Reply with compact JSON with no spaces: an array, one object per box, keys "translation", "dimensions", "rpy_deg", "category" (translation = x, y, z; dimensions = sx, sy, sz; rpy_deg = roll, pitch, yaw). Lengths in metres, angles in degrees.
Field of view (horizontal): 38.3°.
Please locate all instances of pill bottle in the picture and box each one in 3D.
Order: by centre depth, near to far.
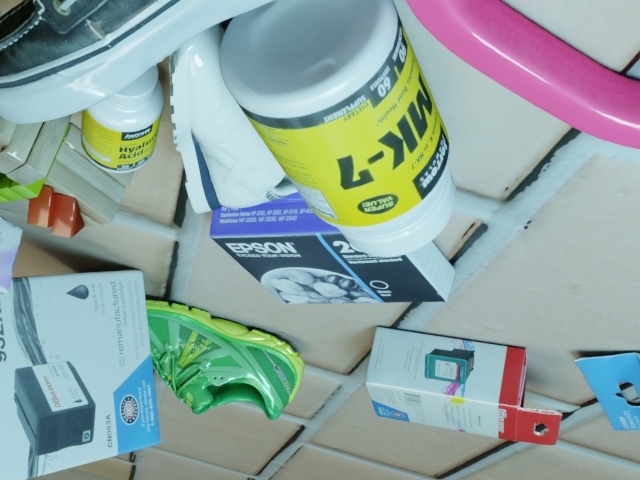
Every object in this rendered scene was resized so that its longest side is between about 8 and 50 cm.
[{"translation":[0.024,-0.081,0.653],"dimensions":[0.119,0.119,0.208],"rpy_deg":[1,151,25],"category":"pill bottle"},{"translation":[-0.163,-0.108,0.756],"dimensions":[0.065,0.065,0.116],"rpy_deg":[18,154,-7],"category":"pill bottle"}]

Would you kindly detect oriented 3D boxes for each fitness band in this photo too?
[{"translation":[0.181,-0.143,0.531],"dimensions":[0.290,0.054,0.209],"rpy_deg":[27,154,-21],"category":"fitness band"}]

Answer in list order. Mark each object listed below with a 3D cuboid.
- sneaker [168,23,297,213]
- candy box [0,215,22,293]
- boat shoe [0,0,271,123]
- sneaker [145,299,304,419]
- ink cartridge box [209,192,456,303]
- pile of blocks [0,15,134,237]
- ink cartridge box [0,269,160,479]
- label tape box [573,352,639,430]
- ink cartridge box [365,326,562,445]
[{"translation":[-0.066,-0.100,0.721],"dimensions":[0.094,0.090,0.235],"rpy_deg":[0,156,2],"category":"sneaker"},{"translation":[-0.404,-0.010,0.837],"dimensions":[0.196,0.070,0.165],"rpy_deg":[0,157,16],"category":"candy box"},{"translation":[-0.120,-0.180,0.563],"dimensions":[0.335,0.121,0.119],"rpy_deg":[-20,131,33],"category":"boat shoe"},{"translation":[-0.171,0.161,1.224],"dimensions":[0.295,0.124,0.109],"rpy_deg":[15,154,1],"category":"sneaker"},{"translation":[0.000,0.000,0.909],"dimensions":[0.206,0.045,0.208],"rpy_deg":[-3,148,32],"category":"ink cartridge box"},{"translation":[-0.295,-0.099,0.790],"dimensions":[0.148,0.113,0.362],"rpy_deg":[6,152,17],"category":"pile of blocks"},{"translation":[-0.348,0.154,1.054],"dimensions":[0.129,0.223,0.307],"rpy_deg":[-8,176,38],"category":"ink cartridge box"},{"translation":[0.480,0.227,1.030],"dimensions":[0.347,0.115,0.249],"rpy_deg":[-3,148,28],"category":"label tape box"},{"translation":[0.180,0.181,1.133],"dimensions":[0.231,0.078,0.134],"rpy_deg":[8,154,14],"category":"ink cartridge box"}]
